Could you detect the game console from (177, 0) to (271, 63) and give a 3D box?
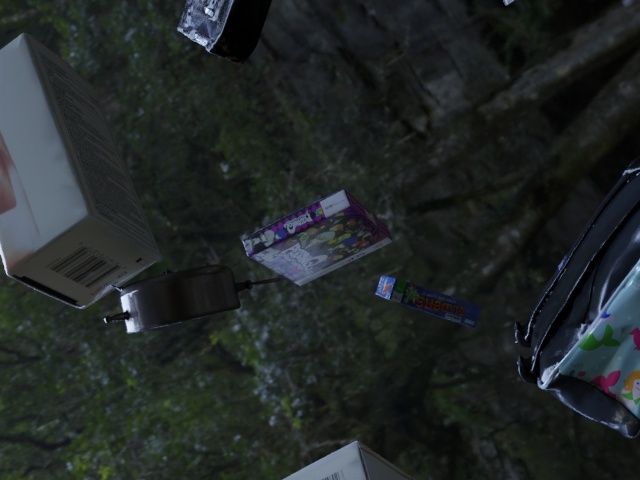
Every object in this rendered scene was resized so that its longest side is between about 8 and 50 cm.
[{"bbox_3d":[-0.156,-0.378,1.183,0.044,0.213,0.361,4,-154,-41],"label":"game console"}]

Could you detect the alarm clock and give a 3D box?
[{"bbox_3d":[-0.138,0.059,1.059,0.129,0.192,0.064,106,154,-86],"label":"alarm clock"}]

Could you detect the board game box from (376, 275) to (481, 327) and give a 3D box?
[{"bbox_3d":[0.163,0.093,1.475,0.136,0.035,0.201,18,179,-1],"label":"board game box"}]

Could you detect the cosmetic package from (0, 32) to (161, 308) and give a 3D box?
[{"bbox_3d":[-0.324,-0.084,1.153,0.153,0.129,0.296,40,-160,-57],"label":"cosmetic package"}]

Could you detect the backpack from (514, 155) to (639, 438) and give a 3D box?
[{"bbox_3d":[0.309,0.034,0.839,0.191,0.254,0.225,24,-164,5],"label":"backpack"}]

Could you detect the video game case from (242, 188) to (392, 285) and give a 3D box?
[{"bbox_3d":[0.000,0.000,1.745,0.232,0.210,0.042,36,-149,-62],"label":"video game case"}]

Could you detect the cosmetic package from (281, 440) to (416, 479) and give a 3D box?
[{"bbox_3d":[0.082,0.439,1.469,0.309,0.160,0.113,44,-158,-46],"label":"cosmetic package"}]

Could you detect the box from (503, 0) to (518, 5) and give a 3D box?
[{"bbox_3d":[0.372,-0.394,1.169,0.270,0.216,0.060,-25,-91,-25],"label":"box"}]
